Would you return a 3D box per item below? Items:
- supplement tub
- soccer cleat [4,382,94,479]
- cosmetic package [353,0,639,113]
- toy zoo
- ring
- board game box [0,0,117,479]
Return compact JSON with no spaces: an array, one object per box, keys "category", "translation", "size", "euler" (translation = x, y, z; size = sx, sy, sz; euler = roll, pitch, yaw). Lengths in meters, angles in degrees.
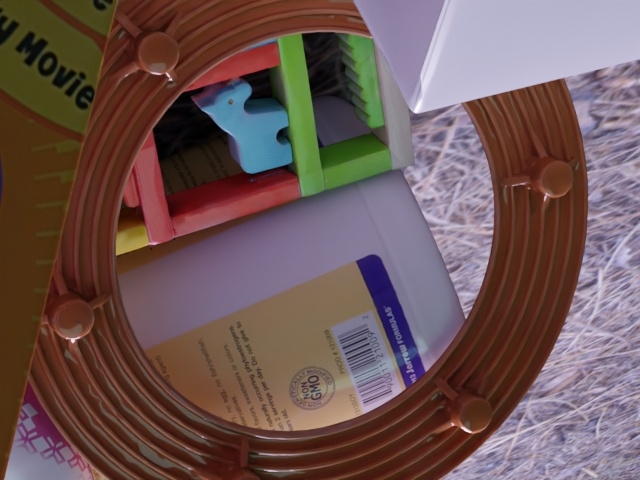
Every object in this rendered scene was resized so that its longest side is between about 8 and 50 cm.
[{"category":"supplement tub","translation":[-0.091,0.075,1.104],"size":[0.331,0.241,0.241],"euler":[-23,153,-5]},{"category":"soccer cleat","translation":[-0.246,0.065,0.887],"size":[0.116,0.331,0.143],"euler":[-41,-165,11]},{"category":"cosmetic package","translation":[0.106,-0.202,0.802],"size":[0.224,0.225,0.138],"euler":[-15,151,-21]},{"category":"toy zoo","translation":[-0.098,-0.089,0.932],"size":[0.293,0.030,0.192],"euler":[-18,119,-15]},{"category":"ring","translation":[0.000,0.000,0.948],"size":[0.336,0.032,0.337],"euler":[-6,105,-21]},{"category":"board game box","translation":[-0.326,0.020,0.463],"size":[0.356,0.357,0.356],"euler":[-3,159,41]}]
